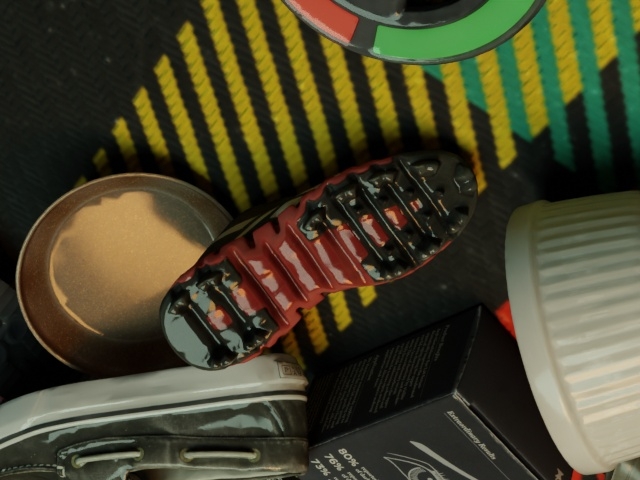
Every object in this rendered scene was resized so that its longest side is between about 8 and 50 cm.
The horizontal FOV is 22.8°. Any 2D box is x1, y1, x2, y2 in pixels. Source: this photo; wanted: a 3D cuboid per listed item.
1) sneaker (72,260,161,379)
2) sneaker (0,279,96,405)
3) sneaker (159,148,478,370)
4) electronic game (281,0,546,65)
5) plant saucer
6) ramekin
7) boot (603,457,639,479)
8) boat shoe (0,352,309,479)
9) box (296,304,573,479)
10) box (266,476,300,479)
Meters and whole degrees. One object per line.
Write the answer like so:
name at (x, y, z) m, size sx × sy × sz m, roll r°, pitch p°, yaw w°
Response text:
sneaker at (-0.166, 0.075, 1.432) m, size 0.086 × 0.064 × 0.192 m, roll -6°, pitch 121°, yaw 2°
sneaker at (-0.297, 0.127, 1.515) m, size 0.131 × 0.112 × 0.319 m, roll 18°, pitch 146°, yaw 45°
sneaker at (0.000, 0.000, 1.270) m, size 0.276 × 0.135 × 0.097 m, roll -30°, pitch 104°, yaw 13°
electronic game at (0.054, -0.218, 1.085) m, size 0.229 × 0.048 × 0.229 m, roll 11°, pitch 133°, yaw 12°
plant saucer at (-0.158, 0.027, 1.352) m, size 0.198 × 0.036 × 0.198 m, roll -4°, pitch 117°, yaw -7°
ramekin at (0.222, 0.061, 1.166) m, size 0.109 × 0.207 × 0.207 m, roll -16°, pitch 123°, yaw 22°
boot at (0.318, 0.201, 1.338) m, size 0.161 × 0.083 × 0.246 m, roll 17°, pitch 133°, yaw 14°
boat shoe at (-0.168, 0.184, 1.364) m, size 0.335 × 0.119 × 0.121 m, roll -15°, pitch 161°, yaw 19°
box at (0.097, 0.171, 1.374) m, size 0.207 × 0.108 × 0.153 m, roll -26°, pitch 118°, yaw 36°
box at (-0.044, 0.255, 1.503) m, size 0.191 × 0.045 × 0.184 m, roll 46°, pitch 148°, yaw -8°
